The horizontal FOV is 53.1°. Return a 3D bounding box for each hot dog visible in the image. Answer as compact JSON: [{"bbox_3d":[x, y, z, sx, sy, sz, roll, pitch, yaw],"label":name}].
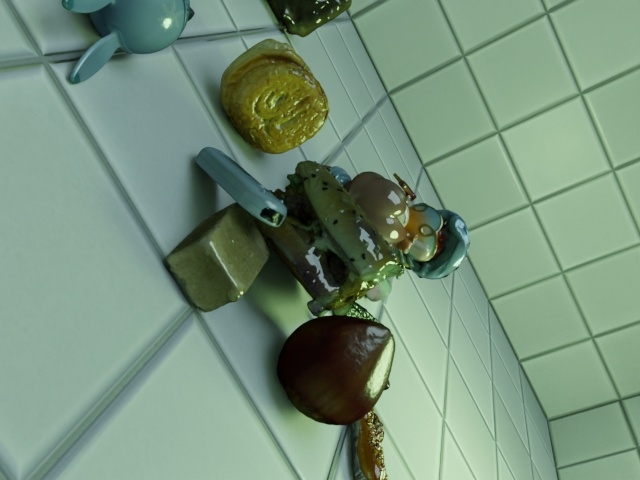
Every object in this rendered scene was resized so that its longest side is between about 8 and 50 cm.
[{"bbox_3d":[0.098,0.406,1.244,0.108,0.059,0.191,55,20,-39],"label":"hot dog"}]

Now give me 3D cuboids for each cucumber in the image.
[{"bbox_3d":[0.092,0.180,1.478,0.187,0.058,0.058,42,31,-50],"label":"cucumber"}]

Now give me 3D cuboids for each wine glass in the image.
[{"bbox_3d":[0.114,0.080,1.631,0.155,0.073,0.073,52,24,-24],"label":"wine glass"}]

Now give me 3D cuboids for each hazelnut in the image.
[{"bbox_3d":[0.037,0.209,1.096,0.208,0.208,0.208,51,25,-35],"label":"hazelnut"}]

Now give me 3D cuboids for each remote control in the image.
[{"bbox_3d":[-0.134,-0.095,1.071,0.087,0.047,0.244,32,7,-45],"label":"remote control"}]

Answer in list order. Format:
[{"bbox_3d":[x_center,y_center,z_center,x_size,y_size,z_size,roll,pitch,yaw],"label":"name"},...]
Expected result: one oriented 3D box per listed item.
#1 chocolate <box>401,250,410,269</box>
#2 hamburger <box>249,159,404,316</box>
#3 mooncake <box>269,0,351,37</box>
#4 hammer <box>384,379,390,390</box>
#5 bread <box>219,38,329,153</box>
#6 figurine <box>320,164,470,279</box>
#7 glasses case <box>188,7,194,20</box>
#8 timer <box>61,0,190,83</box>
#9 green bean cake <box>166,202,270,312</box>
[{"bbox_3d":[0.189,-0.017,1.847,0.445,0.162,0.162,17,52,-59],"label":"chocolate"},{"bbox_3d":[0.000,0.000,1.183,0.277,0.195,0.318,55,1,6],"label":"hamburger"},{"bbox_3d":[-0.078,-0.820,1.882,0.394,0.246,0.393,66,12,0],"label":"mooncake"},{"bbox_3d":[0.079,0.268,1.382,0.287,0.033,0.111,41,31,-49],"label":"hammer"},{"bbox_3d":[-0.094,-0.287,1.330,0.236,0.198,0.120,51,7,-34],"label":"bread"},{"bbox_3d":[0.144,-0.039,1.505,0.388,0.248,0.277,23,43,-45],"label":"figurine"},{"bbox_3d":[-0.303,-0.438,1.198,0.072,0.042,0.190,55,22,-11],"label":"glasses case"},{"bbox_3d":[-0.316,-0.351,0.968,0.255,0.175,0.175,-35,101,-40],"label":"timer"},{"bbox_3d":[-0.153,0.023,0.998,0.109,0.085,0.179,59,20,-15],"label":"green bean cake"}]
